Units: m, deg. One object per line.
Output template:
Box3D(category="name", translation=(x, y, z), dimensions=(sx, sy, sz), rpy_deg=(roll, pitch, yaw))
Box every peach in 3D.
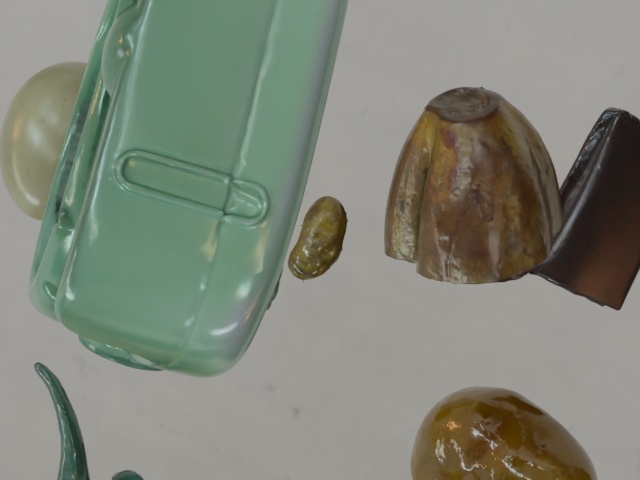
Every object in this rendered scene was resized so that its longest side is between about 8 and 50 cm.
Box3D(category="peach", translation=(0.219, 0.297, 1.406), dimensions=(0.251, 0.153, 0.251), rpy_deg=(23, 124, 39))

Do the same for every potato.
Box3D(category="potato", translation=(0.000, 0.000, 1.159), dimensions=(0.046, 0.092, 0.045), rpy_deg=(32, 157, -27))

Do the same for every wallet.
Box3D(category="wallet", translation=(0.358, -0.038, 1.450), dimensions=(0.182, 0.049, 0.229), rpy_deg=(22, 99, -32))

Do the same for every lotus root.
Box3D(category="lotus root", translation=(0.156, -0.065, 1.261), dimensions=(0.188, 0.199, 0.180), rpy_deg=(3, 119, 24))

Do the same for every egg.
Box3D(category="egg", translation=(-0.373, -0.144, 1.709), dimensions=(0.188, 0.254, 0.188), rpy_deg=(15, 153, 8))

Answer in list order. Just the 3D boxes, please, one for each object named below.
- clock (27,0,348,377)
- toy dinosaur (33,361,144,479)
Box3D(category="clock", translation=(-0.055, -0.031, 0.407), dimensions=(0.066, 0.159, 0.211), rpy_deg=(16, 165, -15))
Box3D(category="toy dinosaur", translation=(-0.202, 0.346, 0.967), dimensions=(0.331, 0.129, 0.383), rpy_deg=(112, 144, -49))
